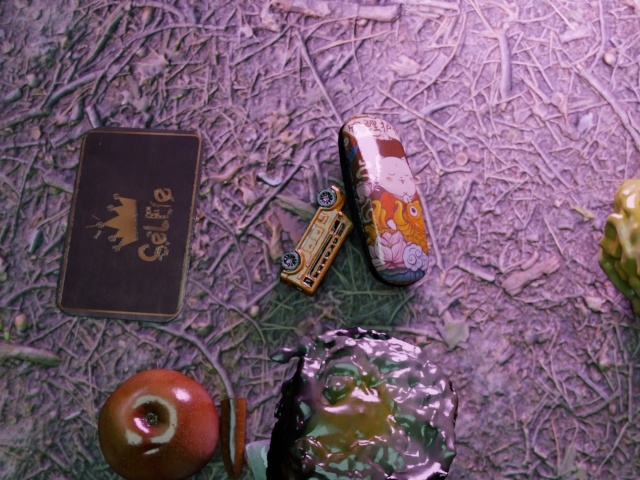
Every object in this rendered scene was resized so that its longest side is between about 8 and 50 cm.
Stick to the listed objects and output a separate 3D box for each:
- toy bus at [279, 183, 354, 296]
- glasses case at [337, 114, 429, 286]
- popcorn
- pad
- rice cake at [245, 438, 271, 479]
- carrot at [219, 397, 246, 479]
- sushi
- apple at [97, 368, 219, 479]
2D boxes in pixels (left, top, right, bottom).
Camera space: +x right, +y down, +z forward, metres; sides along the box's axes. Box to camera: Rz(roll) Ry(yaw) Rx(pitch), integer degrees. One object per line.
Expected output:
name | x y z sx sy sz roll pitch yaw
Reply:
toy bus | 0.000 0.000 1.872 0.088 0.083 0.195 30 81 3
glasses case | 0.110 -0.073 1.862 0.122 0.082 0.321 0 68 -35
popcorn | 0.619 0.010 1.716 0.312 0.312 0.312 -1 74 5
pad | -0.321 -0.041 1.925 0.314 0.063 0.376 3 75 6
rice cake | -0.050 0.468 1.756 0.081 0.051 0.290 -24 74 8
carrot | -0.152 0.340 1.806 0.048 0.048 0.139 -1 75 5
sushi | 0.058 0.315 1.649 0.281 0.294 0.300 -1 53 -9
apple | -0.273 0.313 1.764 0.201 0.162 0.201 -2 73 7
